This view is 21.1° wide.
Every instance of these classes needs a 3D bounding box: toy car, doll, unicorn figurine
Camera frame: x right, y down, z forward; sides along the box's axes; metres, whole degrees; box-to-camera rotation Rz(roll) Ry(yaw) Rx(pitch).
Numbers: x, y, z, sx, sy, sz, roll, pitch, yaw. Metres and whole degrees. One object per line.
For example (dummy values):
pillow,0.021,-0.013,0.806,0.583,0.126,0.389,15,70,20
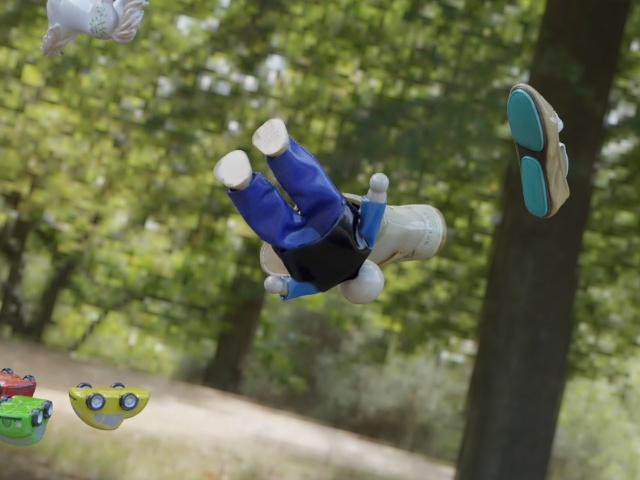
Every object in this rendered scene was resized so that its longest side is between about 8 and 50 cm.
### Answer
toy car,-0.339,0.204,2.042,0.239,0.053,0.225,6,7,9
doll,-0.001,-0.012,1.337,0.189,0.129,0.046,52,-3,-40
unicorn figurine,-0.221,-0.217,1.593,0.060,0.111,0.162,2,13,-36

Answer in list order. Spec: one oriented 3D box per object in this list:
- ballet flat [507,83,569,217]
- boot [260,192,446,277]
ballet flat,0.322,-0.142,2.505,0.073,0.232,0.080,-34,42,-27
boot,0.000,0.000,2.144,0.262,0.095,0.203,-9,-7,30
